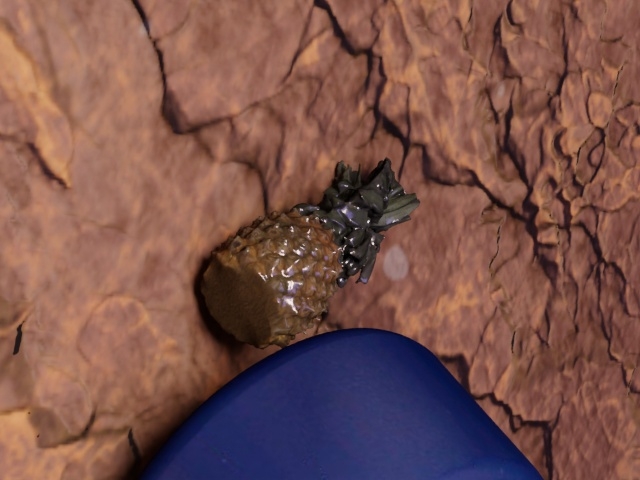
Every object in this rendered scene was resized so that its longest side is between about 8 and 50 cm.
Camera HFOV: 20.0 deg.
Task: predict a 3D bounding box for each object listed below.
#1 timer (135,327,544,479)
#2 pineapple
[{"bbox_3d":[0.086,0.251,0.965,0.270,0.383,0.270,-29,138,-30],"label":"timer"},{"bbox_3d":[0.000,0.000,1.061,0.159,0.074,0.074,-37,129,-42],"label":"pineapple"}]
